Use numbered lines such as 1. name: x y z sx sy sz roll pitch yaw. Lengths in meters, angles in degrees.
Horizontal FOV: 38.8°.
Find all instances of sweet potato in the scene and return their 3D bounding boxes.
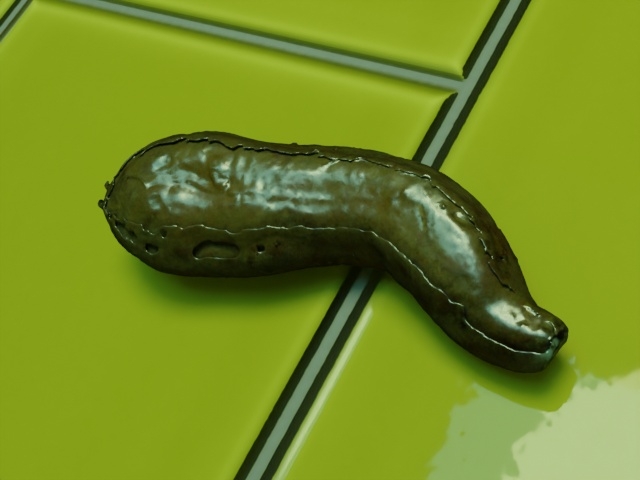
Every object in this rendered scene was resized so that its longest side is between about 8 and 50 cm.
1. sweet potato: 0.003 -0.005 0.416 0.233 0.062 0.081 14 81 23
